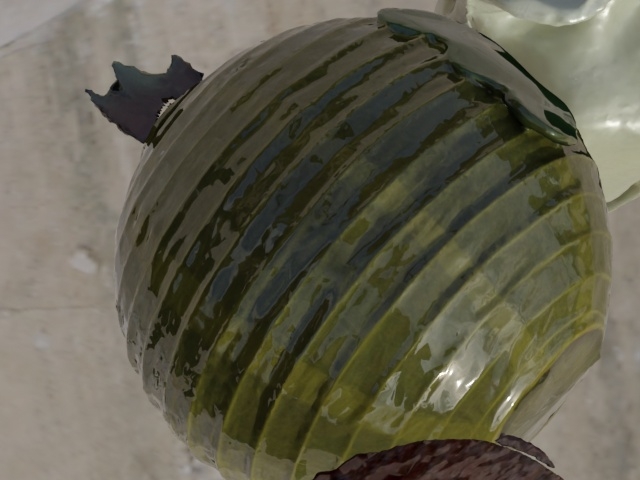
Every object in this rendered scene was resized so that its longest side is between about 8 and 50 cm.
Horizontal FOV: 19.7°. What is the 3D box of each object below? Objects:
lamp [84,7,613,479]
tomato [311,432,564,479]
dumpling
[{"bbox_3d":[0.000,0.000,0.898,0.284,0.250,0.250,36,74,18],"label":"lamp"},{"bbox_3d":[0.020,0.171,0.657,0.225,0.225,0.085,-37,114,-19],"label":"tomato"},{"bbox_3d":[0.203,-0.134,1.311,0.243,0.318,0.187,-13,61,10],"label":"dumpling"}]
